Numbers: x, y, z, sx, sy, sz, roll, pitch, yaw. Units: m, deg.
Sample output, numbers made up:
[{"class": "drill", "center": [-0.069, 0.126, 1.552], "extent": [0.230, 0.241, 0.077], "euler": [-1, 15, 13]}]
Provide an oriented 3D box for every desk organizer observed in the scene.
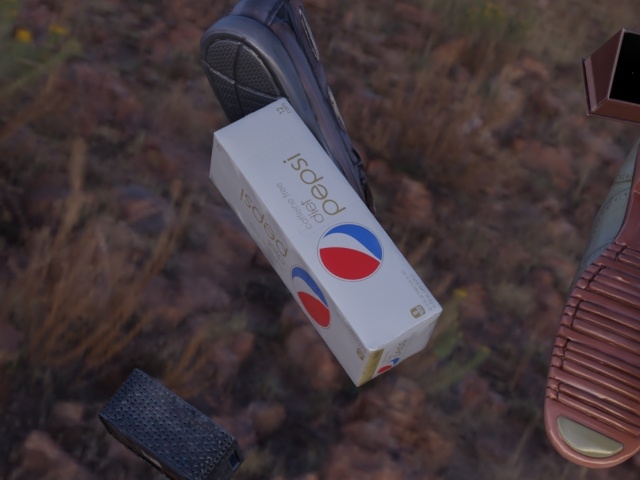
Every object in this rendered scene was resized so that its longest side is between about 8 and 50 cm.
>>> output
[{"class": "desk organizer", "center": [0.255, -0.109, 0.980], "extent": [0.130, 0.050, 0.047], "euler": [8, 65, -23]}]

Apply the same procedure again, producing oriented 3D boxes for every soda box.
[{"class": "soda box", "center": [0.000, 0.000, 1.056], "extent": [0.069, 0.074, 0.216], "euler": [-29, 70, -20]}]

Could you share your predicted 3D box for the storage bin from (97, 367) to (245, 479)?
[{"class": "storage bin", "center": [-0.202, 0.268, 1.869], "extent": [0.180, 0.084, 0.122], "euler": [32, -19, 17]}]

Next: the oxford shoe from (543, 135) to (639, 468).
[{"class": "oxford shoe", "center": [0.310, 0.050, 1.337], "extent": [0.140, 0.397, 0.146], "euler": [28, -22, 2]}]

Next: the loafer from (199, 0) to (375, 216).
[{"class": "loafer", "center": [-0.007, -0.084, 1.192], "extent": [0.109, 0.302, 0.095], "euler": [9, 48, 33]}]
